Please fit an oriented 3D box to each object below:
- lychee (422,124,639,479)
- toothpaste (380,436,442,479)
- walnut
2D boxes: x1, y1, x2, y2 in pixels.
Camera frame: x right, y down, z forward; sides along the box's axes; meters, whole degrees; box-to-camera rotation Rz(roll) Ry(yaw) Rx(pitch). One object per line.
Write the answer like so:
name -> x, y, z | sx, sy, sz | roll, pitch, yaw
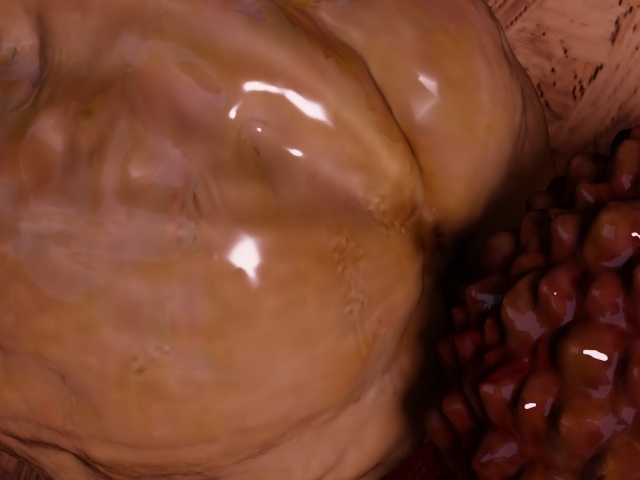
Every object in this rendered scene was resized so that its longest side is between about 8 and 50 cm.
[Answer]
lychee -> 0.189, 0.103, 0.639 | 0.306, 0.306, 0.330 | -30, 111, 35
toothpaste -> 0.107, 0.096, 0.852 | 0.066, 0.076, 0.320 | 49, 115, 33
walnut -> -0.076, -0.033, 0.766 | 0.344, 0.306, 0.306 | 22, 99, 30
